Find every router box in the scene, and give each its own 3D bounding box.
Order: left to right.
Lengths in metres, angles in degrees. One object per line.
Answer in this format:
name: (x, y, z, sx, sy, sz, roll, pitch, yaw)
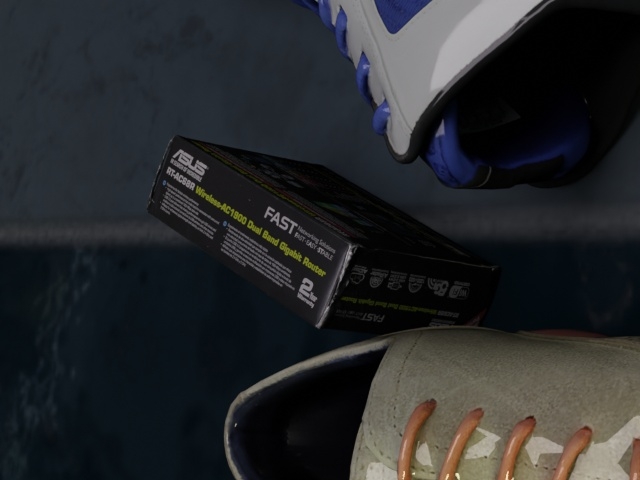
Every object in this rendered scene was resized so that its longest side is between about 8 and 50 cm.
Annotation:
router box: (0.000, 0.000, 0.787, 0.122, 0.092, 0.038, 32, 105, 43)

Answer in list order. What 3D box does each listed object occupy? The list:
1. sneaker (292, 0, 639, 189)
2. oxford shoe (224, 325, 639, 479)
sneaker: (0.031, -0.109, 0.749, 0.315, 0.127, 0.182, -1, 84, 46)
oxford shoe: (0.090, 0.092, 0.560, 0.397, 0.146, 0.140, 173, 101, -66)
